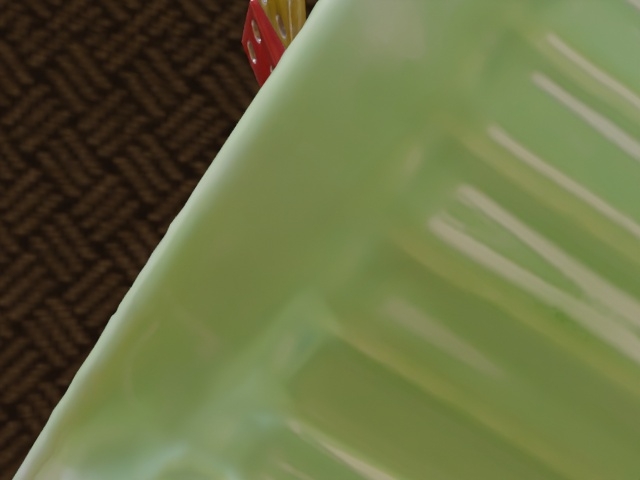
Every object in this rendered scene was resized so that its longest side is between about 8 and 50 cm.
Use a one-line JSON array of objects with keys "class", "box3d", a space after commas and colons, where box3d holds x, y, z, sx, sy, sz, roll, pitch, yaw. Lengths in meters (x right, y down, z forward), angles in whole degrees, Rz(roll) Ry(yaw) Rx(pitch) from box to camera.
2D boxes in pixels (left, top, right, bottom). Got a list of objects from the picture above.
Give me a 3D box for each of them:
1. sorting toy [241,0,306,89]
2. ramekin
[{"class": "sorting toy", "box3d": [0.000, 0.000, 0.805, 0.046, 0.132, 0.274, -18, 77, -13]}, {"class": "ramekin", "box3d": [0.060, -0.003, 0.462, 0.148, 0.303, 0.303, 34, 99, -1]}]
